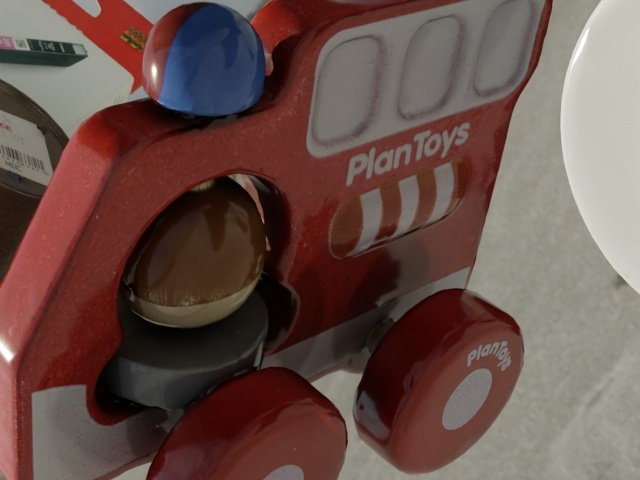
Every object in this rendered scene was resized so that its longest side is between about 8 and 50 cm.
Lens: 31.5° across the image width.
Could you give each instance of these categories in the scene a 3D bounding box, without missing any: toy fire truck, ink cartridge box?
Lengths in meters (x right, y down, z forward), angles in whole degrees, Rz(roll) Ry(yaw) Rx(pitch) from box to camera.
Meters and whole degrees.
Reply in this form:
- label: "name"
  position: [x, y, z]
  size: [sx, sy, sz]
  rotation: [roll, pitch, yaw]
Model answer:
- label: "toy fire truck"
  position: [-0.020, -0.005, 0.550]
  size: [0.302, 0.169, 0.253]
  rotation: [-19, -49, -37]
- label: "ink cartridge box"
  position: [-0.299, -0.231, 1.145]
  size: [0.239, 0.275, 0.060]
  rotation: [-49, -3, -37]

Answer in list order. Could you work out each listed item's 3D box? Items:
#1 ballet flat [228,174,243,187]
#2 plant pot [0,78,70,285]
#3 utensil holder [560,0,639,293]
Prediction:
- label: "ballet flat"
  position: [0.000, 0.000, 1.144]
  size: [0.123, 0.348, 0.123]
  rotation: [-40, 18, 16]
- label: "plant pot"
  position: [-0.254, 0.012, 0.691]
  size: [0.230, 0.215, 0.215]
  rotation: [-44, 7, 22]
- label: "utensil holder"
  position: [0.425, -0.121, 0.893]
  size: [0.385, 0.327, 0.327]
  rotation: [-22, -12, -39]
